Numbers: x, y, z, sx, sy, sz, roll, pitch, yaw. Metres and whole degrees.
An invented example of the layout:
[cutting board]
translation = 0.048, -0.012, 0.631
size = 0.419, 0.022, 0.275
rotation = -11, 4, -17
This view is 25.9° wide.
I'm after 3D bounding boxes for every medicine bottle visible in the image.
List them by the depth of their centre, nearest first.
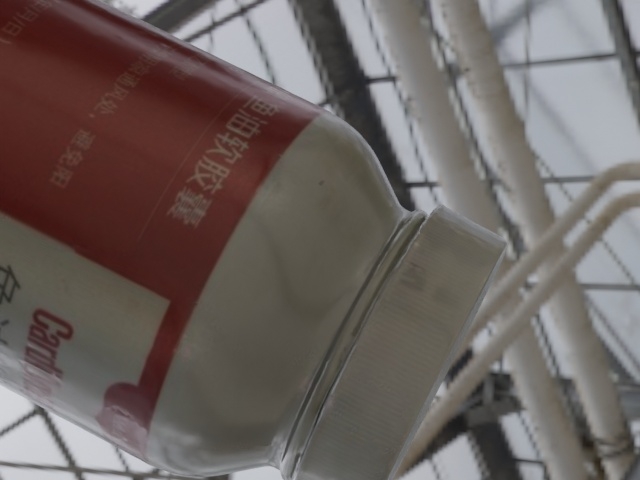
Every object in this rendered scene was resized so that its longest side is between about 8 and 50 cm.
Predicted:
[medicine bottle]
translation = -0.073, -0.008, 0.464
size = 0.131, 0.250, 0.131
rotation = -60, -9, -16
